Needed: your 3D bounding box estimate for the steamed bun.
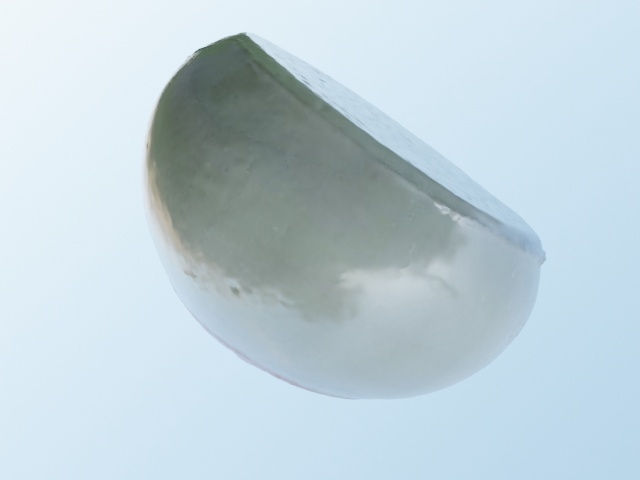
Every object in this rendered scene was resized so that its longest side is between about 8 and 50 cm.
[{"bbox_3d":[0.000,0.000,0.620,0.145,0.232,0.232,-55,-155,10],"label":"steamed bun"}]
